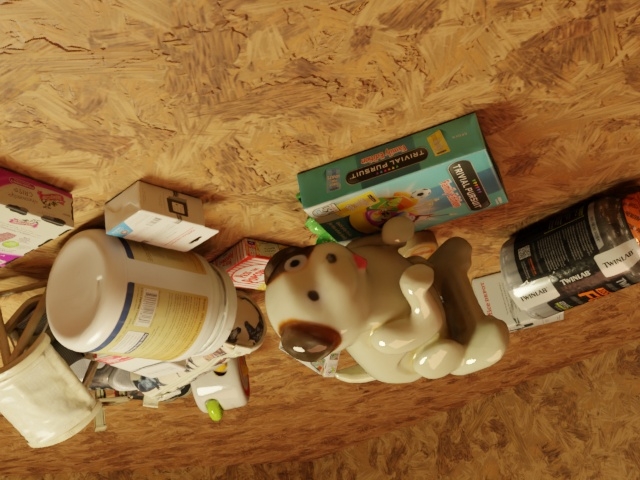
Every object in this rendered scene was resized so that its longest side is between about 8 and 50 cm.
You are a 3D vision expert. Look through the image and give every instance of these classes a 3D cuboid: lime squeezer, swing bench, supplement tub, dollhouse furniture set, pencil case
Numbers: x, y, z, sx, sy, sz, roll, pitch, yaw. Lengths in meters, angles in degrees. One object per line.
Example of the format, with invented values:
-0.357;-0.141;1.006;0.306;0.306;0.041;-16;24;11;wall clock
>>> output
0.000;0.000;1.683;0.058;0.110;0.310;-2;130;23;lime squeezer
-0.557;0.240;1.684;0.165;0.255;0.253;-14;136;5;swing bench
0.595;0.032;1.881;0.338;0.207;0.207;-28;152;35;supplement tub
-0.340;0.115;1.615;0.228;0.228;0.316;-28;151;33;supplement tub
-0.591;0.449;2.324;0.101;0.182;0.161;-1;155;-22;dollhouse furniture set
-0.305;0.265;2.036;0.160;0.184;0.410;11;147;-41;pencil case

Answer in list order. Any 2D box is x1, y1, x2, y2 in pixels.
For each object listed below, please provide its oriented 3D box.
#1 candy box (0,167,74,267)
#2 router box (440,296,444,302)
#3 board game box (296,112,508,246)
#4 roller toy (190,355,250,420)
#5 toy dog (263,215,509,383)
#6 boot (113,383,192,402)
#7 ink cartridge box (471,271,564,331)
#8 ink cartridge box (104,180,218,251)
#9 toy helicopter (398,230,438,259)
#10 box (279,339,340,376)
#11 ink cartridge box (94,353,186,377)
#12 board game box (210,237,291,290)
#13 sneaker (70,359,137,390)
-0.551;-0.028;1.390;0.233;0.071;0.159;-23;154;27;candy box
0.308;0.167;2.272;0.122;0.038;0.092;-13;156;4;router box
0.160;-0.095;1.552;0.336;0.079;0.254;-18;156;16;board game box
-0.269;0.364;2.271;0.146;0.209;0.191;-12;-168;2;roller toy
0.082;0.119;1.589;0.408;0.285;0.395;18;141;-38;toy dog
-0.481;0.419;2.432;0.178;0.085;0.236;10;150;-35;boot
0.521;0.155;2.201;0.208;0.153;0.087;-15;158;11;ink cartridge box
-0.284;-0.040;1.498;0.104;0.060;0.180;-29;151;33;ink cartridge box
0.105;0.076;1.908;0.355;0.140;0.235;-33;141;20;toy helicopter
-0.025;0.254;2.094;0.036;0.114;0.207;8;-171;-37;box
-0.401;0.196;1.843;0.100;0.172;0.237;-17;156;14;ink cartridge box
-0.126;0.056;1.809;0.193;0.045;0.146;11;148;-40;board game box
-0.575;0.353;2.164;0.268;0.101;0.153;10;150;-29;sneaker
